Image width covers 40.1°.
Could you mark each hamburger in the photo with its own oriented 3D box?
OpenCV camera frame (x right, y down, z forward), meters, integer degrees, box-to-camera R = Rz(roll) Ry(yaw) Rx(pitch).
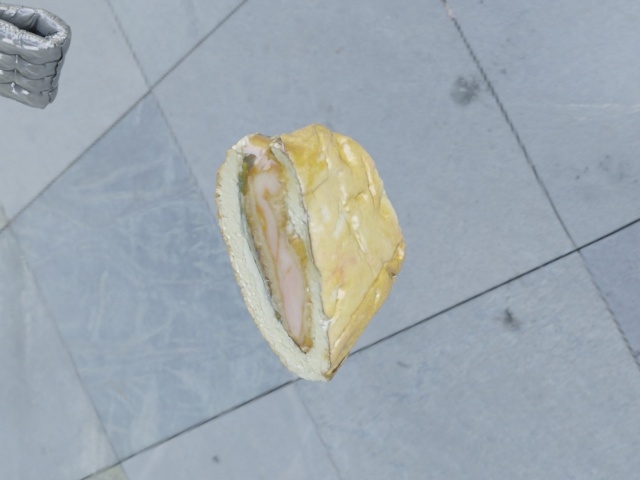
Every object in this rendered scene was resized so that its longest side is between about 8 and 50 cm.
[{"bbox_3d":[0.003,-0.001,1.153,0.162,0.209,0.330,1,111,43],"label":"hamburger"}]

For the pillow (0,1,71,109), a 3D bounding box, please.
[{"bbox_3d":[-0.625,-0.371,1.581,0.326,0.101,0.228,24,149,-13],"label":"pillow"}]
